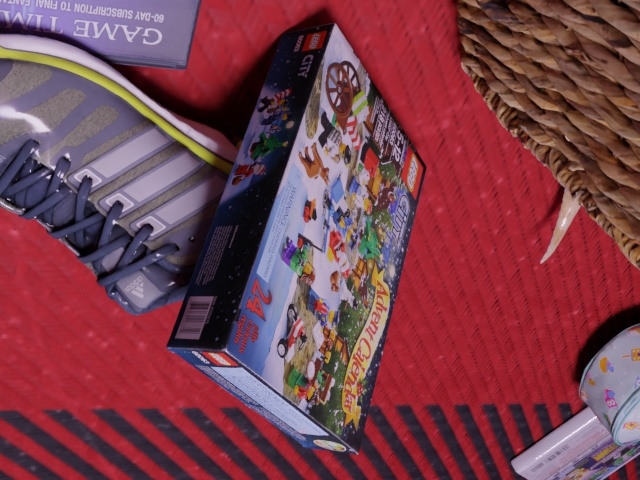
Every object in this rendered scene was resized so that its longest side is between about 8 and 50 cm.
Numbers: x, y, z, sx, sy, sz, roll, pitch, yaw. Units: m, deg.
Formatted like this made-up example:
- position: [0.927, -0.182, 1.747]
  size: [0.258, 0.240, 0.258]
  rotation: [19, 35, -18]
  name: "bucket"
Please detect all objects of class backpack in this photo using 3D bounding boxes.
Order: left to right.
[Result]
- position: [0.400, 0.161, 0.919]
  size: [0.188, 0.144, 0.166]
  rotation: [-10, 139, -13]
  name: "backpack"

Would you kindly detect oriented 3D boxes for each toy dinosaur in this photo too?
- position: [0.242, -0.068, 0.708]
  size: [0.092, 0.053, 0.183]
  rotation: [2, 124, -6]
  name: "toy dinosaur"

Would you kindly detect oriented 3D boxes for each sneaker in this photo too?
- position: [-0.124, -0.025, 0.495]
  size: [0.299, 0.121, 0.111]
  rotation: [17, 137, -35]
  name: "sneaker"

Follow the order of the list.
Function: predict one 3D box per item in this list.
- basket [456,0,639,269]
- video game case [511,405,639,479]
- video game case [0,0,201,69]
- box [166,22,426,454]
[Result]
- position: [0.216, -0.146, 0.433]
  size: [0.213, 0.299, 0.223]
  rotation: [-24, 134, -5]
  name: "basket"
- position: [0.378, 0.275, 1.099]
  size: [0.201, 0.023, 0.183]
  rotation: [-40, 134, 12]
  name: "video game case"
- position: [-0.135, -0.219, 0.395]
  size: [0.196, 0.026, 0.274]
  rotation: [1, 130, -26]
  name: "video game case"
- position: [0.000, 0.000, 0.530]
  size: [0.044, 0.233, 0.159]
  rotation: [-3, 147, 33]
  name: "box"
